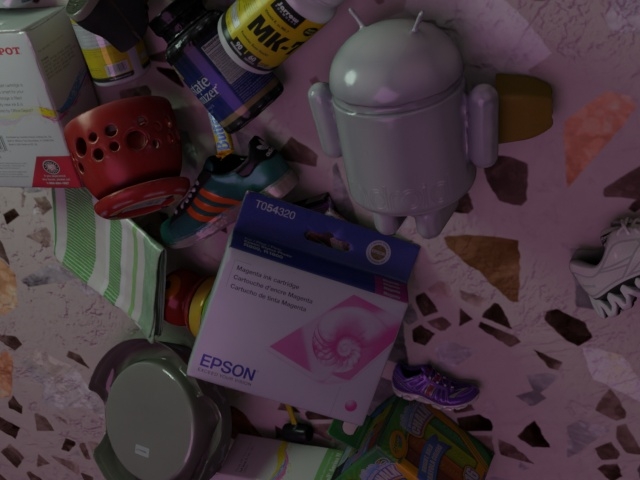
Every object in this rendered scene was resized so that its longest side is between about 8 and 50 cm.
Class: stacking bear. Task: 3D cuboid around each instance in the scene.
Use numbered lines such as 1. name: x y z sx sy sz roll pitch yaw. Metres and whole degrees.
1. stacking bear: -0.191 0.132 1.946 0.288 0.176 0.164 16 166 30

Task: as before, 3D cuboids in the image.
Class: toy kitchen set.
1. toy kitchen set: -0.346 -0.013 1.967 0.068 0.075 0.083 0 118 28

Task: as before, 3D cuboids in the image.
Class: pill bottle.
1. pill bottle: -0.170 -0.290 1.655 0.122 0.123 0.219 -31 105 38
2. pill bottle: -0.051 -0.353 1.553 0.119 0.119 0.208 47 130 -10
3. pill bottle: -0.357 -0.357 1.713 0.103 0.103 0.184 0 122 27

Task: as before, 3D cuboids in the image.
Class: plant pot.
1. plant pot: 0.301 -0.197 1.520 0.083 0.081 0.082 -2 122 13
2. plant pot: -0.326 -0.135 1.763 0.191 0.191 0.174 -20 85 35

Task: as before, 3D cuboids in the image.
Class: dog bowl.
1. dog bowl: -0.329 0.370 2.122 0.348 0.102 0.349 2 93 35

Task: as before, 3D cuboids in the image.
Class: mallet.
1. mallet: -0.075 0.335 2.111 0.062 0.039 0.190 -10 113 34

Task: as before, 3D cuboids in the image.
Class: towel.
1. towel: -0.412 0.024 1.975 0.324 0.038 0.248 37 137 28

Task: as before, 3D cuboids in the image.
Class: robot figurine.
1. robot figurine: 0.125 -0.177 1.537 0.299 0.200 0.354 3 123 25

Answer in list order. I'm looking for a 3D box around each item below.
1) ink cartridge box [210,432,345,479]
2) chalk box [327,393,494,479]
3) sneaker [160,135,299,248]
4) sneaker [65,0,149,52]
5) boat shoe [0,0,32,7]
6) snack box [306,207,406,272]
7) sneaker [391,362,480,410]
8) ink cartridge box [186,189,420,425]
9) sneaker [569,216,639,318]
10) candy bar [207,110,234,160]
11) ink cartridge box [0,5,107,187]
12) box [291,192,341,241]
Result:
1. ink cartridge box: -0.081 0.527 2.177 0.353 0.119 0.207 5 132 23
2. chalk box: 0.149 0.415 1.957 0.289 0.180 0.179 38 131 -4
3. sneaker: -0.184 -0.089 1.821 0.302 0.108 0.121 -26 108 29
4. sneaker: -0.298 -0.415 1.631 0.083 0.222 0.118 34 179 45
5. boat shoe: -0.626 -0.457 1.783 0.267 0.096 0.088 9 122 19
6. snack box: 0.063 0.020 1.794 0.178 0.022 0.064 37 109 -14
7. sneaker: 0.210 0.265 1.898 0.169 0.068 0.071 8 118 21
8. ink cartridge box: -0.026 0.120 1.754 0.324 0.071 0.330 17 102 -9
9. sneaker: 0.498 0.007 1.552 0.118 0.110 0.292 49 130 0
10. candy bar: -0.176 -0.215 1.738 0.040 0.018 0.162 -19 81 33
11. ink cartridge box: -0.528 -0.254 1.853 0.226 0.131 0.306 4 123 25
12. box: 0.000 0.000 1.837 0.116 0.029 0.162 -15 116 34
